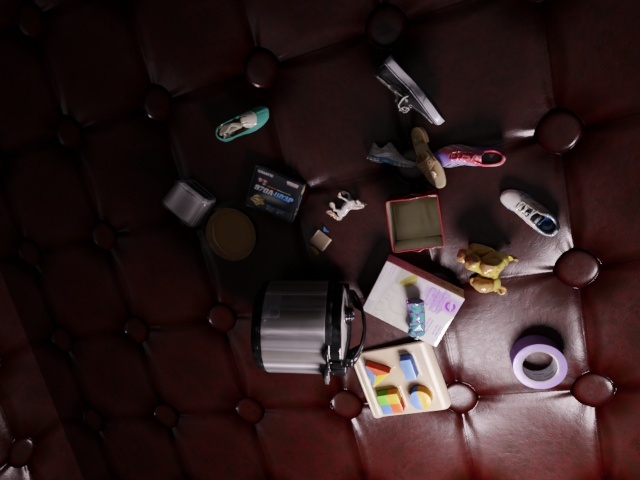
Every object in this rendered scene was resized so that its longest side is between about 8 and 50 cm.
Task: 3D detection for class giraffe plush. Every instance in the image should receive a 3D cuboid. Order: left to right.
[{"bbox_3d":[0.616,0.119,1.576,0.210,0.181,0.171,-8,116,-18],"label":"giraffe plush"}]

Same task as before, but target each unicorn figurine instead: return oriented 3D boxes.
[{"bbox_3d":[0.104,-0.142,1.688,0.111,0.060,0.162,44,127,0],"label":"unicorn figurine"}]

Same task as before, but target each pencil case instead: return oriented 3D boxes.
[{"bbox_3d":[0.365,0.297,1.622,0.070,0.064,0.152,-4,104,0],"label":"pencil case"}]

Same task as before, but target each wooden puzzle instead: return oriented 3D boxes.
[{"bbox_3d":[0.000,0.000,1.773,0.078,0.014,0.116,43,111,-4],"label":"wooden puzzle"},{"bbox_3d":[0.341,0.606,1.802,0.347,0.080,0.322,-18,99,19],"label":"wooden puzzle"}]

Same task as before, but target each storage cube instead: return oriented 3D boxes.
[{"bbox_3d":[0.351,-0.078,1.560,0.183,0.193,0.215,-8,103,17],"label":"storage cube"}]

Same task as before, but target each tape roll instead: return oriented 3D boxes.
[{"bbox_3d":[0.836,0.467,1.631,0.188,0.080,0.189,4,104,14],"label":"tape roll"}]

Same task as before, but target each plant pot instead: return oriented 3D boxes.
[{"bbox_3d":[-0.389,-0.029,1.861,0.236,0.032,0.237,4,106,15],"label":"plant pot"}]

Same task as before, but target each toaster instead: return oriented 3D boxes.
[{"bbox_3d":[-0.554,-0.161,1.821,0.227,0.129,0.146,39,108,4],"label":"toaster"}]

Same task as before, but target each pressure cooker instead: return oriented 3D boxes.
[{"bbox_3d":[-0.032,0.340,1.656,0.420,0.375,0.370,-1,95,7],"label":"pressure cooker"}]

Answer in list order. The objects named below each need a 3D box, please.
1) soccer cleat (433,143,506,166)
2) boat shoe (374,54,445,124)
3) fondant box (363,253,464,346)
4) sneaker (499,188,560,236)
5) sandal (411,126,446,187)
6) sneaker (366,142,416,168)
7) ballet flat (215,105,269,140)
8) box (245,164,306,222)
[{"bbox_3d":[0.528,-0.298,1.505,0.247,0.095,0.083,4,105,14],"label":"soccer cleat"},{"bbox_3d":[0.310,-0.510,1.503,0.306,0.113,0.105,48,117,2],"label":"boat shoe"},{"bbox_3d":[0.367,0.237,1.691,0.330,0.096,0.238,26,110,6],"label":"fondant box"},{"bbox_3d":[0.747,-0.102,1.503,0.237,0.086,0.085,37,112,5],"label":"sneaker"},{"bbox_3d":[0.370,-0.293,1.537,0.088,0.079,0.240,-22,89,57],"label":"sandal"},{"bbox_3d":[0.272,-0.322,1.586,0.190,0.071,0.083,16,98,8],"label":"sneaker"},{"bbox_3d":[-0.319,-0.463,1.698,0.247,0.087,0.083,-22,97,19],"label":"ballet flat"},{"bbox_3d":[-0.186,-0.192,1.752,0.220,0.051,0.175,23,109,9],"label":"box"}]
